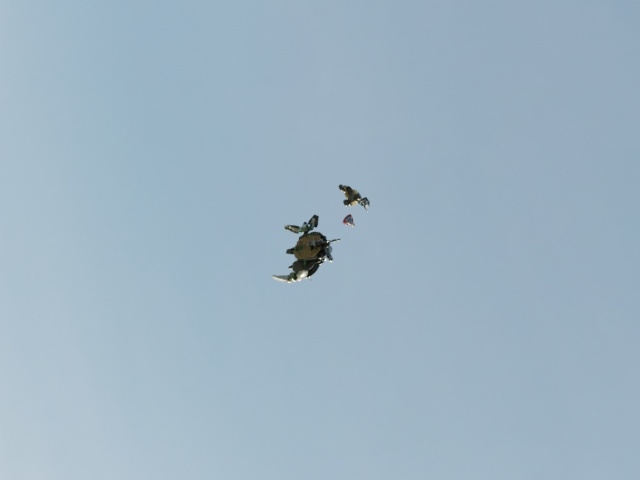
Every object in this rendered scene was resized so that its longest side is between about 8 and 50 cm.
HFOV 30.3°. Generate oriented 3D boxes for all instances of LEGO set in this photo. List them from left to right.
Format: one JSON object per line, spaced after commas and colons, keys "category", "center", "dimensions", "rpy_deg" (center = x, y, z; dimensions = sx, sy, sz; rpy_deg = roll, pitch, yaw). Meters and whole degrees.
{"category": "LEGO set", "center": [0.002, 0.000, 0.803], "dimensions": [0.083, 0.023, 0.054], "rpy_deg": [-34, -137, 6]}
